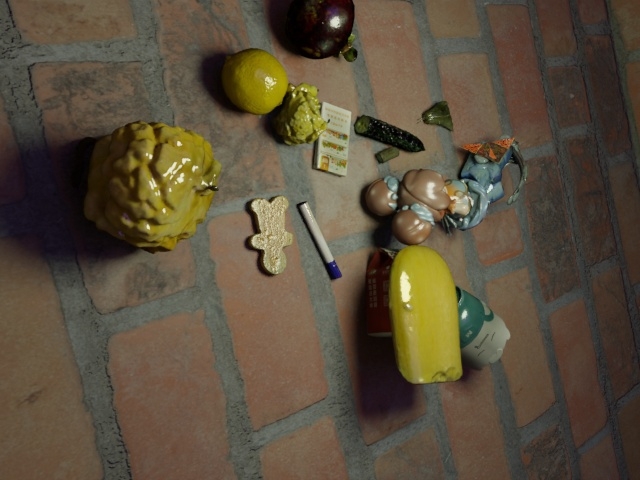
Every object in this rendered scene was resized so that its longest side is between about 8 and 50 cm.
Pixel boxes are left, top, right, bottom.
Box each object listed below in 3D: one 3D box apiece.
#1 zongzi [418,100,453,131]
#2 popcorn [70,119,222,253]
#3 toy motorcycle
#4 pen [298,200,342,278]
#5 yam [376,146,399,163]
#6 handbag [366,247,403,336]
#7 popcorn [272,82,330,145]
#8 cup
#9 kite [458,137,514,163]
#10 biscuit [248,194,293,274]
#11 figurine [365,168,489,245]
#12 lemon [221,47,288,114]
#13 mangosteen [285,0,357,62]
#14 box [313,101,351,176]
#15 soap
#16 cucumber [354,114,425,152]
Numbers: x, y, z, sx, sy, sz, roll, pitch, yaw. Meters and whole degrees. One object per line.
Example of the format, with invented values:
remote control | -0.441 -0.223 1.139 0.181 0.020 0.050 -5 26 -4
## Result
zongzi | 0.434 -0.432 2.214 0.154 0.062 0.131 -38 119 -26
popcorn | -0.423 -0.147 1.414 0.381 0.349 0.349 28 63 11
toy motorcycle | 0.644 -0.260 2.236 0.182 0.241 0.319 46 63 -31
pen | -0.001 0.000 1.860 0.033 0.033 0.269 -34 105 -34
yam | 0.232 -0.297 2.055 0.094 0.043 0.043 -30 103 -33
handbag | 0.252 0.171 1.967 0.171 0.151 0.299 10 73 -38
popcorn | -0.060 -0.389 1.774 0.173 0.168 0.195 10 73 -14
cup | 0.478 0.326 2.083 0.257 0.219 0.290 37 97 -27
kite | 0.639 -0.326 2.195 0.222 0.008 0.125 -10 54 -5
biscuit | -0.148 -0.014 1.755 0.153 0.030 0.235 -8 90 -36
figurine | 0.366 -0.129 2.006 0.387 0.277 0.248 7 123 -48
lemon | -0.189 -0.454 1.682 0.203 0.178 0.178 38 65 -25
mangosteen | 0.029 -0.654 1.832 0.289 0.231 0.232 23 72 -38
box | 0.039 -0.326 1.922 0.122 0.032 0.221 12 79 -35
soap | 0.322 0.226 1.837 0.305 0.115 0.428 8 73 -36
cucumber | 0.251 -0.363 2.060 0.300 0.072 0.072 14 77 -34
